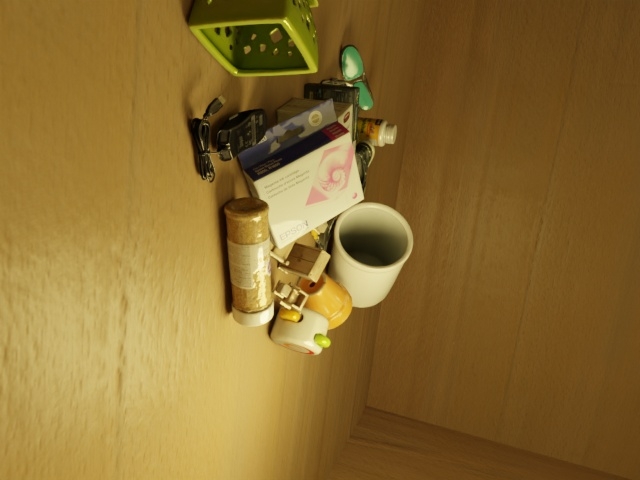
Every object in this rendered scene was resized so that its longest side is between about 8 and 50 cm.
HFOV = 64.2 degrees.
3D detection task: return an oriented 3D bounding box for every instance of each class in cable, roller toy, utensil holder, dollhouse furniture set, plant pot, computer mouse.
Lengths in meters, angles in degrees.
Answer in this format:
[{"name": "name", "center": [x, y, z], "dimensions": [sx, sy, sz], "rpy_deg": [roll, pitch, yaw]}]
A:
[{"name": "cable", "center": [0.000, 0.000, 2.107], "dimensions": [0.139, 0.072, 0.287], "rpy_deg": [-40, 148, -44]}, {"name": "roller toy", "center": [-0.074, 0.313, 1.828], "dimensions": [0.191, 0.209, 0.146], "rpy_deg": [-33, -144, 63]}, {"name": "utensil holder", "center": [0.201, 0.076, 2.223], "dimensions": [0.385, 0.327, 0.328], "rpy_deg": [98, 11, -58]}, {"name": "dollhouse furniture set", "center": [-0.160, 0.010, 1.634], "dimensions": [0.355, 0.174, 0.303], "rpy_deg": [38, 74, -38]}, {"name": "plant pot", "center": [0.000, 0.221, 2.035], "dimensions": [0.188, 0.205, 0.205], "rpy_deg": [58, 43, -42]}, {"name": "plant pot", "center": [-0.129, -0.512, 1.132], "dimensions": [0.227, 0.228, 0.207], "rpy_deg": [34, 62, -71]}, {"name": "computer mouse", "center": [-0.226, -0.279, 1.229], "dimensions": [0.262, 0.060, 0.184], "rpy_deg": [-50, 152, -37]}]

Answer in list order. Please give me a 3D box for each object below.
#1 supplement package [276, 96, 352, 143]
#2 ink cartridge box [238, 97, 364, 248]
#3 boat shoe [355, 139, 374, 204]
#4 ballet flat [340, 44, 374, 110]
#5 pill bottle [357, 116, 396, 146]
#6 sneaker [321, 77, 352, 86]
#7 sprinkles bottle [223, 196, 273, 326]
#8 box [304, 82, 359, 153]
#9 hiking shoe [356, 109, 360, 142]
[{"name": "supplement package", "center": [-0.015, -0.299, 1.628], "dimensions": [0.145, 0.204, 0.262], "rpy_deg": [-55, 151, -52]}, {"name": "ink cartridge box", "center": [-0.044, -0.186, 1.460], "dimensions": [0.324, 0.071, 0.330], "rpy_deg": [-31, 130, -18]}, {"name": "boat shoe", "center": [0.140, -0.266, 2.223], "dimensions": [0.113, 0.127, 0.340], "rpy_deg": [-46, 164, -49]}, {"name": "ballet flat", "center": [0.142, -0.665, 2.085], "dimensions": [0.096, 0.095, 0.280], "rpy_deg": [-98, 169, -57]}, {"name": "pill bottle", "center": [0.223, -0.480, 2.256], "dimensions": [0.117, 0.215, 0.117], "rpy_deg": [10, 90, -73]}, {"name": "sneaker", "center": [0.056, -0.563, 1.906], "dimensions": [0.211, 0.081, 0.080], "rpy_deg": [-54, 151, -51]}, {"name": "sprinkles bottle", "center": [-0.195, 0.064, 1.411], "dimensions": [0.121, 0.121, 0.355], "rpy_deg": [-52, 147, -56]}, {"name": "box", "center": [0.035, -0.414, 1.753], "dimensions": [0.059, 0.183, 0.233], "rpy_deg": [-47, 142, -61]}, {"name": "hiking shoe", "center": [0.110, -0.498, 2.142], "dimensions": [0.114, 0.086, 0.227], "rpy_deg": [22, 70, -64]}]
